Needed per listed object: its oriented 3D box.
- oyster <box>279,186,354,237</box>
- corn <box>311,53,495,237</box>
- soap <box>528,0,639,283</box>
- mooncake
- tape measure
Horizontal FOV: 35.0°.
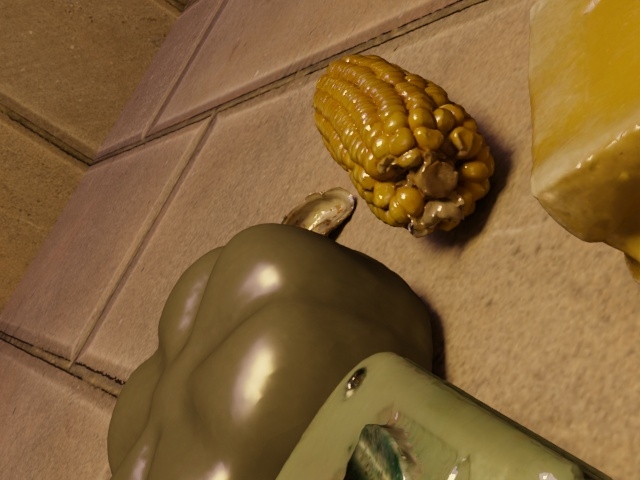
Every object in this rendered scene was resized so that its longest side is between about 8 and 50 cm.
[{"bbox_3d":[0.000,0.000,0.890,0.083,0.038,0.080,-23,56,9],"label":"oyster"},{"bbox_3d":[0.046,-0.091,0.795,0.102,0.102,0.313,-54,21,8],"label":"corn"},{"bbox_3d":[0.233,-0.132,0.458,0.315,0.091,0.199,-39,26,39],"label":"soap"},{"bbox_3d":[-0.047,0.116,0.666,0.275,0.135,0.275,-47,26,32],"label":"mooncake"},{"bbox_3d":[0.038,0.161,0.436,0.207,0.115,0.235,-56,21,-4],"label":"tape measure"}]
